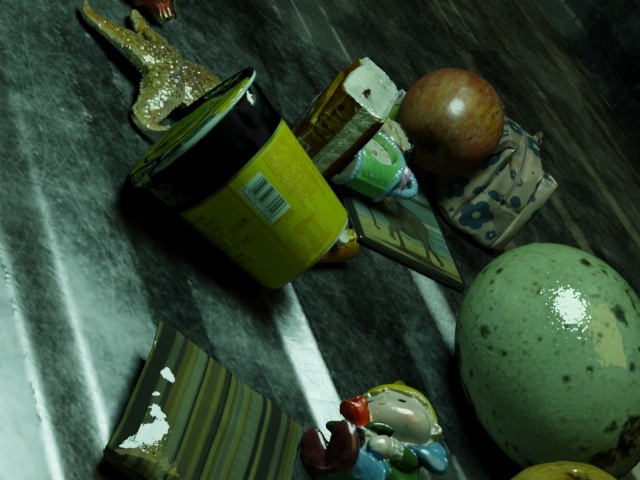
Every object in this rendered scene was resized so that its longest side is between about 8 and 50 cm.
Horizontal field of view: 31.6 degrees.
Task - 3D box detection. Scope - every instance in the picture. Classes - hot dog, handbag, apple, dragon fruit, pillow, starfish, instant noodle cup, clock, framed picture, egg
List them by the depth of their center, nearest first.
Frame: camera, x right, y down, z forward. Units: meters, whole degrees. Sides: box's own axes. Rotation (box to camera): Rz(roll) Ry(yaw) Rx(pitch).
[{"bbox_3d":[-0.110,0.208,1.165,0.212,0.052,0.208,39,30,-15],"label":"pillow"},{"bbox_3d":[-0.092,-0.069,1.443,0.236,0.215,0.215,48,24,-15],"label":"instant noodle cup"},{"bbox_3d":[0.345,0.176,1.632,0.287,0.287,0.379,20,35,-43],"label":"egg"},{"bbox_3d":[0.000,0.000,1.639,0.165,0.045,0.071,0,49,-55],"label":"hot dog"},{"bbox_3d":[-0.216,-0.247,1.653,0.302,0.060,0.299,50,28,8],"label":"starfish"},{"bbox_3d":[-0.261,-0.397,1.769,0.081,0.086,0.116,-25,84,-32],"label":"dragon fruit"},{"bbox_3d":[0.084,-0.149,1.894,0.195,0.100,0.194,14,44,-44],"label":"clock"},{"bbox_3d":[0.113,-0.079,1.962,0.265,0.016,0.347,25,32,-36],"label":"framed picture"},{"bbox_3d":[0.229,-0.210,2.022,0.188,0.188,0.174,44,50,-5],"label":"apple"},{"bbox_3d":[0.333,-0.130,2.163,0.190,0.193,0.251,32,29,-21],"label":"handbag"}]

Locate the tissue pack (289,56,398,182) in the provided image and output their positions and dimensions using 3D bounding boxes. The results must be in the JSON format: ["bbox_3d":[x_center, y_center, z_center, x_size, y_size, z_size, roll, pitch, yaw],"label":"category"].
[{"bbox_3d":[0.007,-0.150,1.655,0.092,0.226,0.183,40,26,-10],"label":"tissue pack"}]

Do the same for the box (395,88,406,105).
[{"bbox_3d":[0.166,-0.243,2.236,0.036,0.050,0.117,35,26,-38],"label":"box"}]

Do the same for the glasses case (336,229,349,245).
[{"bbox_3d":[0.009,-0.026,1.610,0.083,0.021,0.032,46,26,2],"label":"glasses case"}]

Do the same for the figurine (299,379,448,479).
[{"bbox_3d":[0.063,0.227,1.321,0.185,0.127,0.234,45,38,-21],"label":"figurine"}]

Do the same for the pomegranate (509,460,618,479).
[{"bbox_3d":[0.306,0.394,1.332,0.260,0.260,0.260,36,28,-22],"label":"pomegranate"}]

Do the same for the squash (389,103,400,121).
[{"bbox_3d":[0.155,-0.206,2.143,0.200,0.090,0.075,30,35,-44],"label":"squash"}]
